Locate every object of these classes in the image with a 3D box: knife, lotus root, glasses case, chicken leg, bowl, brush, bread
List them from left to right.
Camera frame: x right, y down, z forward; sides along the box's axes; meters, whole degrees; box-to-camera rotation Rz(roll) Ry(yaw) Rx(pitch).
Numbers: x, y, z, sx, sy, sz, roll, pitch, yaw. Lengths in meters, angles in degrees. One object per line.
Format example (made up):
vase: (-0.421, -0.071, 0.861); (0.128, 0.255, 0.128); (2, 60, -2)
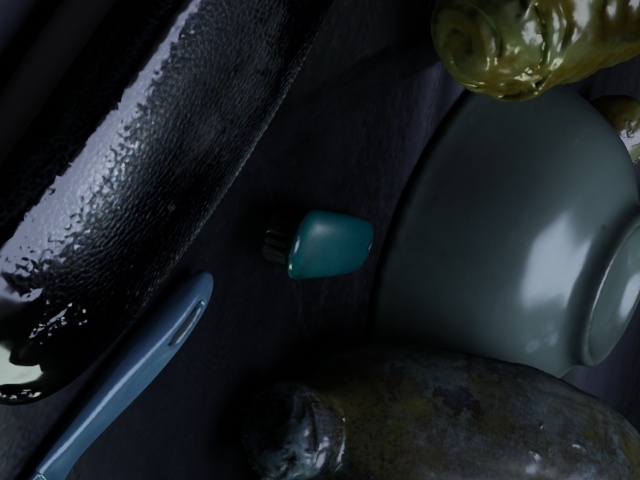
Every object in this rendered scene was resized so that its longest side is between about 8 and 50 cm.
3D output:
knife: (-0.150, 0.135, 0.747); (0.313, 0.019, 0.044); (-52, 154, -24)
glasses case: (-0.074, -0.068, 0.640); (0.314, 0.075, 0.122); (-59, 153, -14)
brush: (0.000, 0.000, 0.913); (0.193, 0.032, 0.043); (0, 107, -76)
lotus root: (0.094, 0.158, 1.007); (0.349, 0.175, 0.175); (20, 95, -27)
bowl: (0.173, 0.016, 1.127); (0.289, 0.146, 0.289); (-44, 148, -38)
bread: (0.170, -0.177, 0.973); (0.268, 0.130, 0.152); (-25, 138, -53)
chicken leg: (0.239, -0.054, 1.301); (0.178, 0.070, 0.093); (-57, 161, -2)
